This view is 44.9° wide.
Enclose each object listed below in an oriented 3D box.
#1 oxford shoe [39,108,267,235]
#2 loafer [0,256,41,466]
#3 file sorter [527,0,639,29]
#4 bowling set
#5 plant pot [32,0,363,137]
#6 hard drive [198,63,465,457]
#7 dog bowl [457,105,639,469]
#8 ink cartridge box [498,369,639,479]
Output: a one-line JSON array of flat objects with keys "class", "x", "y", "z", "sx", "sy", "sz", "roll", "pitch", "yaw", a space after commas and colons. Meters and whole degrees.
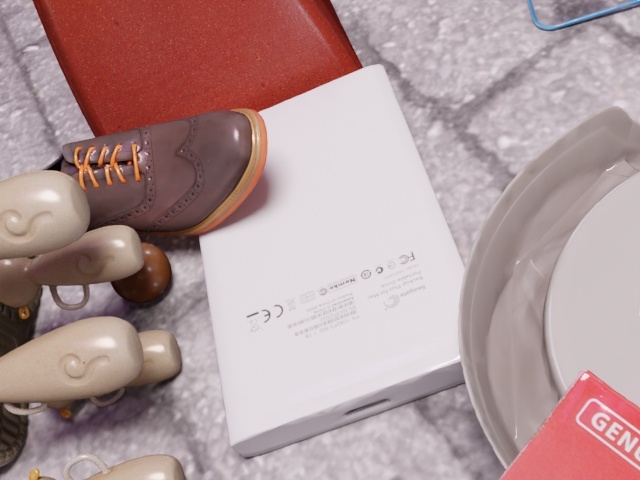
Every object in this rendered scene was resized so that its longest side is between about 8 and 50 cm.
[{"class": "oxford shoe", "x": -0.160, "y": -0.049, "z": 0.658, "sx": 0.271, "sy": 0.098, "sz": 0.096, "roll": -18, "pitch": 73, "yaw": 37}, {"class": "loafer", "x": -0.315, "y": 0.073, "z": 0.688, "sx": 0.092, "sy": 0.102, "sz": 0.268, "roll": -14, "pitch": 54, "yaw": 6}, {"class": "file sorter", "x": 0.214, "y": -0.285, "z": 0.664, "sx": 0.105, "sy": 0.170, "sz": 0.118, "roll": -14, "pitch": 54, "yaw": 19}, {"class": "bowling set", "x": -0.203, "y": 0.078, "z": 0.618, "sx": 0.154, "sy": 0.286, "sz": 0.200, "roll": -15, "pitch": 10, "yaw": 5}, {"class": "plant pot", "x": -0.145, "y": -0.257, "z": 0.754, "sx": 0.267, "sy": 0.235, "sz": 0.267, "roll": -24, "pitch": 51, "yaw": 6}, {"class": "hard drive", "x": 0.000, "y": 0.000, "z": 0.642, "sx": 0.203, "sy": 0.040, "sz": 0.307, "roll": -21, "pitch": 52, "yaw": 8}, {"class": "dog bowl", "x": 0.263, "y": 0.059, "z": 0.452, "sx": 0.349, "sy": 0.102, "sz": 0.348, "roll": -11, "pitch": 54, "yaw": 16}, {"class": "ink cartridge box", "x": 0.150, "y": 0.244, "z": 0.312, "sx": 0.296, "sy": 0.066, "sz": 0.261, "roll": 37, "pitch": 95, "yaw": 22}]
